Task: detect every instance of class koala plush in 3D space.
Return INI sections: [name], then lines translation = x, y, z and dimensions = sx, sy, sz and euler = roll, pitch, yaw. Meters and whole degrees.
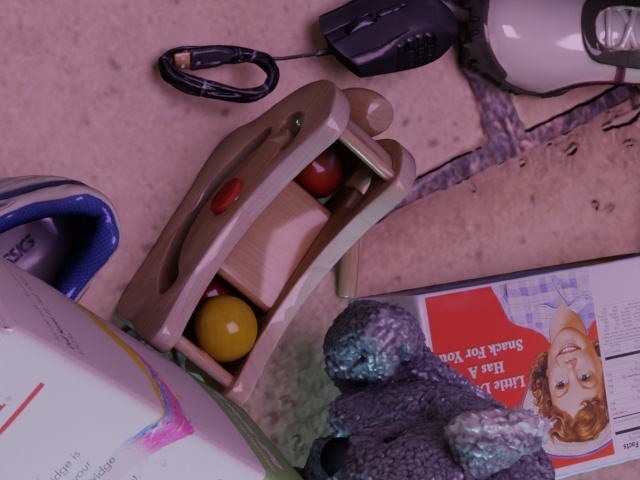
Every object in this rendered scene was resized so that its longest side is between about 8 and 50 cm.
[koala plush]
translation = 0.068, 0.160, 1.102
dimensions = 0.203, 0.221, 0.196
euler = 32, 86, -4

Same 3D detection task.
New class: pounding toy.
[pounding toy]
translation = 0.000, 0.000, 1.189
dimensions = 0.155, 0.154, 0.269
euler = 41, 65, -22

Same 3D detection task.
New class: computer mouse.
[computer mouse]
translation = -0.002, -0.143, 1.256
dimensions = 0.242, 0.041, 0.071
euler = -16, 58, -30

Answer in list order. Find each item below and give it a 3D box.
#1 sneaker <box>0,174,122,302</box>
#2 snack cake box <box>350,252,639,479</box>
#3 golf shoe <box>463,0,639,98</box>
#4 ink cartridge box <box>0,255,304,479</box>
[sneaker]
translation = -0.239, 0.062, 1.043
dimensions = 0.112, 0.131, 0.296
euler = 49, 63, -21
[snack cake box]
translation = 0.162, 0.098, 1.322
dimensions = 0.264, 0.089, 0.152
euler = -8, 91, -33
[golf shoe]
translation = 0.238, -0.168, 1.385
dimensions = 0.273, 0.120, 0.105
euler = 0, 86, -32
[ink cartridge box]
translation = -0.185, 0.130, 0.969
dimensions = 0.207, 0.119, 0.353
euler = -48, 135, 4
